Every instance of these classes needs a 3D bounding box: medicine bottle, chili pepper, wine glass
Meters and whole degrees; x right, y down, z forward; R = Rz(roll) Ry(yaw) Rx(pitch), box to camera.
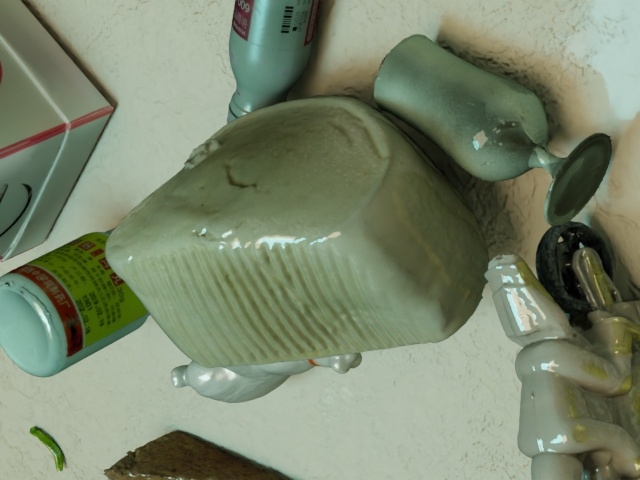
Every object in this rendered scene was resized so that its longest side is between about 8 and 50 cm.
[{"bbox_3d":[-0.054,-0.214,1.676,0.090,0.090,0.217,34,131,25],"label":"medicine bottle"},{"bbox_3d":[-0.410,0.311,2.339,0.083,0.017,0.030,46,136,18],"label":"chili pepper"},{"bbox_3d":[-0.294,0.068,1.949,0.139,0.225,0.139,21,124,34],"label":"medicine bottle"},{"bbox_3d":[0.163,-0.113,1.520,0.231,0.103,0.103,34,131,28],"label":"wine glass"}]

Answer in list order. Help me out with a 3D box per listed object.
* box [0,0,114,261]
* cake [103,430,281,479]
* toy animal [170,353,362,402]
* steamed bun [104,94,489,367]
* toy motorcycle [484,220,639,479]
[{"bbox_3d":[-0.507,-0.139,1.981,0.312,0.300,0.314,49,136,12],"label":"box"},{"bbox_3d":[-0.132,0.338,2.061,0.295,0.113,0.116,11,125,25],"label":"cake"},{"bbox_3d":[-0.058,0.106,1.811,0.138,0.141,0.282,34,148,-17],"label":"toy animal"},{"bbox_3d":[-0.015,-0.015,1.635,0.383,0.236,0.247,-10,134,37],"label":"steamed bun"},{"bbox_3d":[0.263,0.155,1.490,0.108,0.223,0.341,-21,95,51],"label":"toy motorcycle"}]
